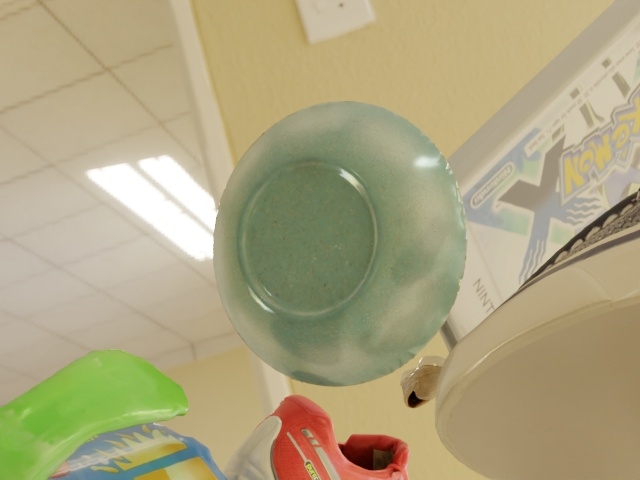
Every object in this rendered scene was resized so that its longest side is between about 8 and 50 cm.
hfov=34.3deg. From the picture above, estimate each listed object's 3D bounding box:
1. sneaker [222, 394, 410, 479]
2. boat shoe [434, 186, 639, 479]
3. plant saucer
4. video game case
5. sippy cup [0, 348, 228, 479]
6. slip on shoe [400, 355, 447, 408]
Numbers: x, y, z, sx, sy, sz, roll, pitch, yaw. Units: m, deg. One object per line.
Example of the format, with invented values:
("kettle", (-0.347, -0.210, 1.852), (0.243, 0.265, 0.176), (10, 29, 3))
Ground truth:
("sneaker", (0.043, 0.215, 0.813), (0.107, 0.118, 0.279), (17, 158, 49))
("boat shoe", (0.196, -0.020, 0.416), (0.340, 0.158, 0.127), (-29, 119, 30))
("plant saucer", (0.000, 0.000, 0.686), (0.195, 0.195, 0.037), (-25, 164, 23))
("video game case", (0.222, -0.012, 0.819), (0.329, 0.036, 0.300), (-43, 129, -17))
("sippy cup", (-0.161, 0.213, 0.602), (0.305, 0.240, 0.224), (-27, 174, 37))
("slip on shoe", (0.127, 0.166, 1.214), (0.051, 0.041, 0.135), (15, 159, -15))
